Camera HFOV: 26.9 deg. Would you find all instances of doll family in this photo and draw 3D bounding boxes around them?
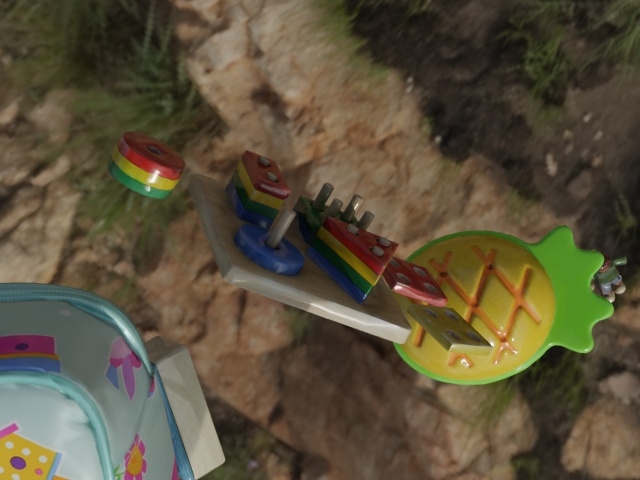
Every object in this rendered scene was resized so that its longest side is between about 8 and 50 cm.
[{"bbox_3d":[0.319,0.066,1.798,0.193,0.111,0.076,-39,54,1],"label":"doll family"}]

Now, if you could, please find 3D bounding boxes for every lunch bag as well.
[{"bbox_3d":[-0.180,0.150,0.642,0.224,0.108,0.279,-5,118,6],"label":"lunch bag"}]

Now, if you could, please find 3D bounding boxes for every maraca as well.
[{"bbox_3d":[0.146,0.052,1.104,0.185,0.099,0.127,-11,88,5],"label":"maraca"}]

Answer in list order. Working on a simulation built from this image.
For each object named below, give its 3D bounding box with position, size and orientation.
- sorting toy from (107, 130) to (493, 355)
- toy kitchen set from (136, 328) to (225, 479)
[{"bbox_3d":[0.000,0.000,0.872,0.274,0.132,0.046,21,110,-25],"label":"sorting toy"},{"bbox_3d":[-0.222,0.166,1.216,0.207,0.166,0.122,11,124,53],"label":"toy kitchen set"}]
